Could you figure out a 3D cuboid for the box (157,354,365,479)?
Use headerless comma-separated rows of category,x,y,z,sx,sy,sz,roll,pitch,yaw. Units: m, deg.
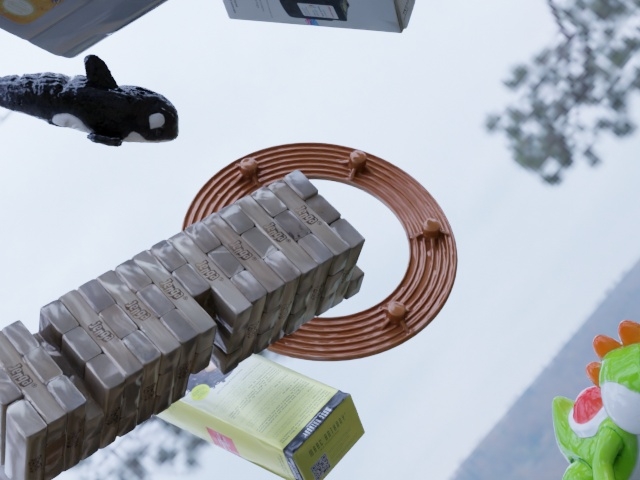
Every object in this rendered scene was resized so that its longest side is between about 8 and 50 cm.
box,-0.075,0.153,1.334,0.087,0.232,0.058,-46,-45,-29

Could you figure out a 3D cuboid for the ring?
ring,0.000,0.000,1.699,0.336,0.337,0.032,-42,-24,-32

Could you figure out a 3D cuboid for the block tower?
block tower,-0.112,0.061,1.104,0.335,0.091,0.097,-30,-26,-32

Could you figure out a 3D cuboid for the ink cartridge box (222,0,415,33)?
ink cartridge box,0.005,-0.269,1.318,0.072,0.175,0.127,71,-149,-55

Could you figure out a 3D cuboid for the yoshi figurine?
yoshi figurine,0.387,0.234,1.594,0.362,0.203,0.203,102,170,-47

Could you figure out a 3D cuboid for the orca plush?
orca plush,-0.322,-0.212,1.883,0.151,0.287,0.102,-75,3,-66

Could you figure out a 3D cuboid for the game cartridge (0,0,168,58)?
game cartridge,-0.240,-0.252,1.131,0.198,0.062,0.297,-21,-29,34
